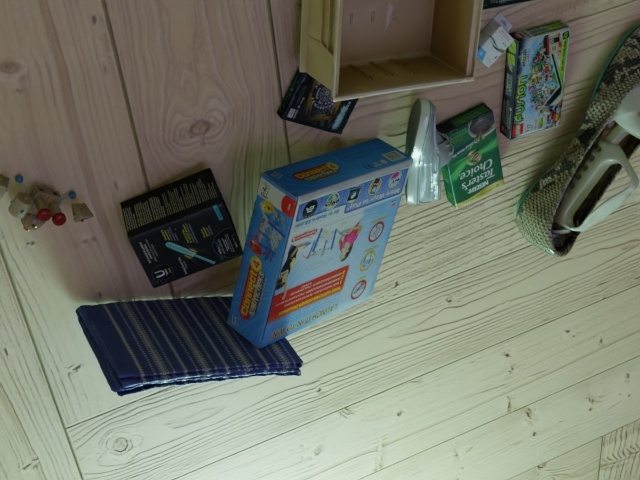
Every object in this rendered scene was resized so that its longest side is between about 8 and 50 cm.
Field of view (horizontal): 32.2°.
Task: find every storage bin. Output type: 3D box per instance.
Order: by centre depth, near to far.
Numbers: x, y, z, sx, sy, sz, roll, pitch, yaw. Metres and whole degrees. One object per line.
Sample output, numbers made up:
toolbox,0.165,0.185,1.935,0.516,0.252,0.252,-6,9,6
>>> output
storage bin,0.113,-0.374,1.715,0.262,0.123,0.260,-12,122,-26

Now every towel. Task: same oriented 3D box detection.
towel,-0.223,0.170,1.869,0.336,0.243,0.040,-2,119,-29

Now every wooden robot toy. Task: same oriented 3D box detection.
wooden robot toy,-0.442,-0.041,1.706,0.173,0.076,0.079,18,124,-38

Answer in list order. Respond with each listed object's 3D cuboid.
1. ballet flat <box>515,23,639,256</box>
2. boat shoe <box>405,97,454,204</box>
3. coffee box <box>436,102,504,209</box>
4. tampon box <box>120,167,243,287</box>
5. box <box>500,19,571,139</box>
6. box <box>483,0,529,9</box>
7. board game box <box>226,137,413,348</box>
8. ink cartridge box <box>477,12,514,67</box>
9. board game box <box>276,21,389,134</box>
ballet flat,0.556,-0.171,2.112,0.164,0.182,0.483,16,114,-37
boat shoe,0.195,-0.159,1.968,0.081,0.079,0.228,-2,135,-4
coffee box,0.278,-0.155,2.056,0.113,0.040,0.184,-26,133,-11
tampon box,-0.226,-0.020,1.807,0.161,0.101,0.120,-21,132,-2
box,0.391,-0.291,2.023,0.114,0.036,0.207,-18,131,-18
box,0.313,-0.477,1.825,0.220,0.051,0.175,-15,130,-20
board game box,0.000,0.000,1.908,0.308,0.086,0.302,-20,136,-46
ink cartridge box,0.303,-0.350,1.932,0.083,0.028,0.048,-48,133,9
board game box,0.021,-0.271,1.828,0.126,0.026,0.186,12,116,-36
